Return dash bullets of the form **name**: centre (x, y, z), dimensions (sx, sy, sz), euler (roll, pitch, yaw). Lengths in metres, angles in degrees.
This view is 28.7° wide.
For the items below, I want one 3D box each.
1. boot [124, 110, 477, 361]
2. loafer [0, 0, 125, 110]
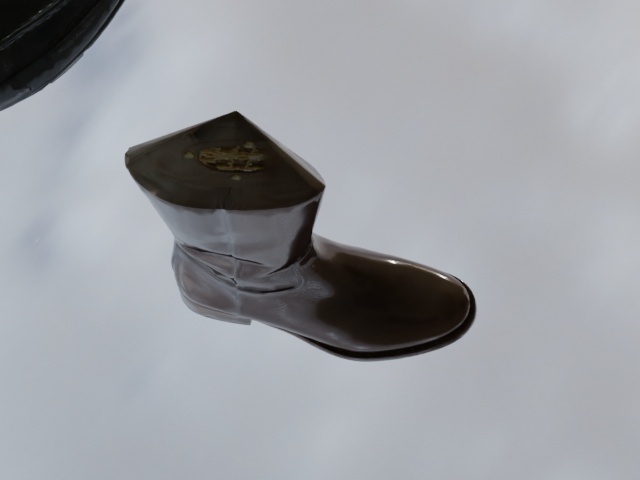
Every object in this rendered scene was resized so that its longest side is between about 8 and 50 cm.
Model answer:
- **boot**: centre (0.000, 0.000, 0.378), dimensions (0.106, 0.114, 0.037), euler (4, -114, 1)
- **loafer**: centre (-0.183, -0.091, 0.582), dimensions (0.223, 0.078, 0.076), euler (-35, -118, 0)
